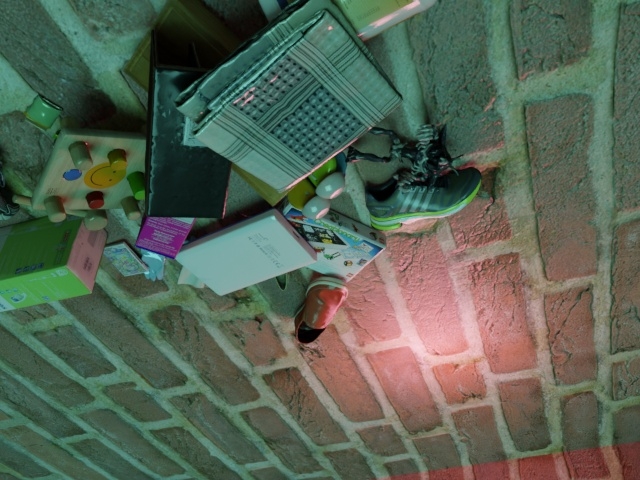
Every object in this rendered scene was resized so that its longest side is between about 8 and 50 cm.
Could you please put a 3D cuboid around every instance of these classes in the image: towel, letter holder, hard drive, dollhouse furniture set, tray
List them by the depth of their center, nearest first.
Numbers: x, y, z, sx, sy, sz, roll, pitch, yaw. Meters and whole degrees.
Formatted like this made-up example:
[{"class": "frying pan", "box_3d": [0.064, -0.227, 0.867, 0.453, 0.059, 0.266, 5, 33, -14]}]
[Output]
[{"class": "towel", "box_3d": [-0.042, -0.233, 1.071, 0.312, 0.056, 0.324, -34, 143, 17]}, {"class": "letter holder", "box_3d": [-0.258, -0.225, 1.196, 0.152, 0.214, 0.301, 0, 127, -19]}, {"class": "tray", "box_3d": [-0.179, -0.276, 1.254, 0.411, 0.076, 0.203, 43, 125, -10]}, {"class": "dollhouse furniture set", "box_3d": [-0.592, -0.249, 1.395, 0.152, 0.058, 0.076, 32, 128, -31]}, {"class": "hard drive", "box_3d": [-0.199, 0.038, 1.652, 0.319, 0.040, 0.210, -20, 135, 23]}]

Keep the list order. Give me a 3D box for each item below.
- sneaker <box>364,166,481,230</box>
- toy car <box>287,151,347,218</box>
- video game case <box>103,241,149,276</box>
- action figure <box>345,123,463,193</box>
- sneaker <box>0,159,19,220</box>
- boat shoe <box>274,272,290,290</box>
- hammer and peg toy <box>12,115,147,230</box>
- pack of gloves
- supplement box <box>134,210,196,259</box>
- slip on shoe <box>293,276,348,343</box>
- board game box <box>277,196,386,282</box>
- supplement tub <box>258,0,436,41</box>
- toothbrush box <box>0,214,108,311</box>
[{"class": "sneaker", "box_3d": [0.244, -0.118, 1.517, 0.300, 0.111, 0.121, -20, 130, 17]}, {"class": "toy car", "box_3d": [-0.003, -0.152, 1.464, 0.136, 0.159, 0.182, -20, 156, -42]}, {"class": "video game case", "box_3d": [-0.554, 0.054, 1.747, 0.087, 0.011, 0.122, -11, 133, 23]}, {"class": "action figure", "box_3d": [0.200, -0.193, 1.401, 0.276, 0.141, 0.164, 11, 106, -6]}, {"class": "sneaker", "box_3d": [-0.794, -0.160, 1.456, 0.112, 0.121, 0.299, -30, 146, -12]}, {"class": "boat shoe", "box_3d": [-0.117, 0.080, 1.767, 0.056, 0.048, 0.153, -4, 137, 3]}, {"class": "hammer and peg toy", "box_3d": [-0.521, -0.120, 1.416, 0.266, 0.127, 0.361, -3, 147, -45]}, {"class": "pack of gloves", "box_3d": [-0.418, 0.063, 1.748, 0.195, 0.046, 0.232, 8, 137, -10]}, {"class": "supplement box", "box_3d": [-0.374, -0.071, 1.553, 0.114, 0.111, 0.220, 21, 133, -21]}, {"class": "slip on shoe", "box_3d": [-0.002, 0.211, 1.849, 0.123, 0.101, 0.331, 14, 142, -14]}, {"class": "board game box", "box_3d": [0.000, 0.000, 1.678, 0.305, 0.053, 0.193, 24, 133, -24]}, {"class": "supplement tub", "box_3d": [0.066, -0.462, 1.047, 0.316, 0.228, 0.228, -22, 133, 21]}, {"class": "toothbrush box", "box_3d": [-0.726, 0.050, 1.612, 0.284, 0.206, 0.122, -12, 137, 11]}]
